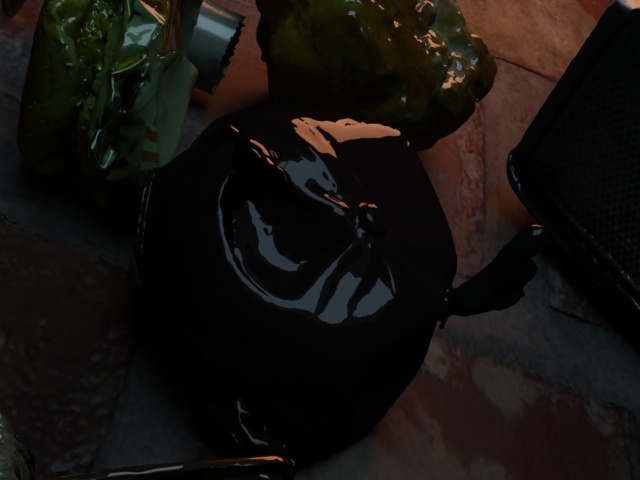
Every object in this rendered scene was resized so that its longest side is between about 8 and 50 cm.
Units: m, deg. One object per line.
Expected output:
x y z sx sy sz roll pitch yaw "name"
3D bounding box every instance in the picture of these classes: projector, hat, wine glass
0.449 -0.030 1.034 0.395 0.242 0.405 -14 55 -43 "projector"
0.019 -0.026 0.770 0.238 0.209 0.336 38 38 -17 "hat"
-0.172 -0.203 0.983 0.202 0.093 0.093 23 38 -6 "wine glass"

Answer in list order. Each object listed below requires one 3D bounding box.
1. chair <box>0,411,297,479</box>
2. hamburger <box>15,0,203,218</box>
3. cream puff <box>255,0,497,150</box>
-0.119 0.153 0.560 0.186 0.160 0.319 0 46 -23 "chair"
-0.157 -0.122 0.812 0.125 0.214 0.235 14 45 3 "hamburger"
0.034 -0.199 1.020 0.281 0.185 0.282 16 69 -47 "cream puff"
